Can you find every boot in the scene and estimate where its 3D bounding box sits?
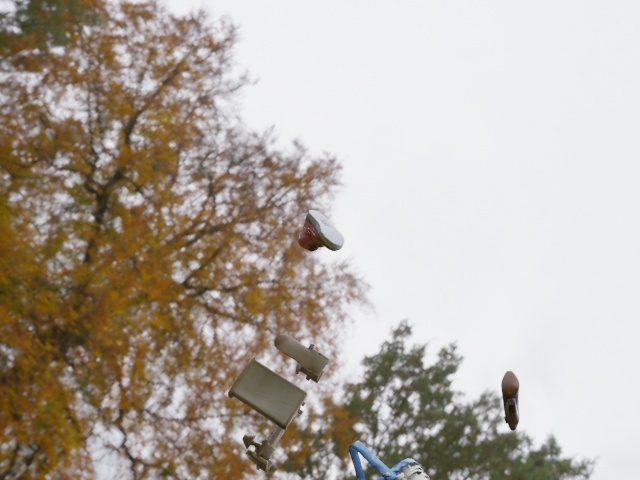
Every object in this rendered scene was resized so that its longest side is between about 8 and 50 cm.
[{"bbox_3d":[0.432,0.368,1.810,0.042,0.118,0.087,-1,-49,12],"label":"boot"}]

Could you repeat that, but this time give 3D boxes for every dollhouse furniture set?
[{"bbox_3d":[-0.136,0.438,2.163,0.174,0.303,0.355,31,-23,9],"label":"dollhouse furniture set"}]

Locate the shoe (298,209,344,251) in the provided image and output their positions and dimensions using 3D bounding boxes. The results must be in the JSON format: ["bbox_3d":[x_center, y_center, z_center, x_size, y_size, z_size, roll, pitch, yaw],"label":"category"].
[{"bbox_3d":[0.000,0.000,1.935,0.081,0.063,0.178,-66,-149,19],"label":"shoe"}]

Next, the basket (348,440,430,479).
[{"bbox_3d":[0.179,0.648,1.933,0.289,0.201,0.254,27,-40,46],"label":"basket"}]
